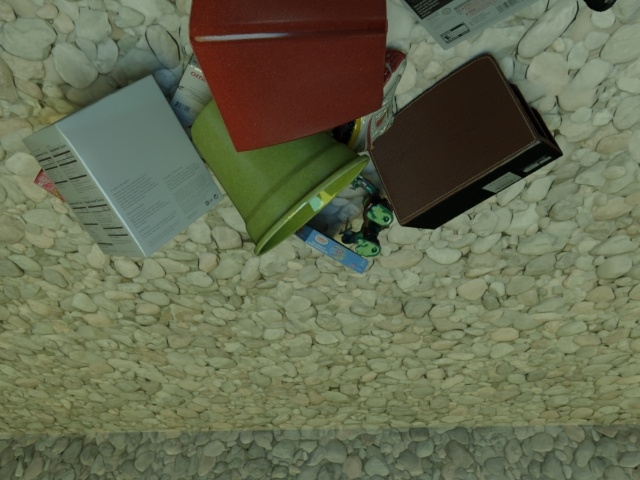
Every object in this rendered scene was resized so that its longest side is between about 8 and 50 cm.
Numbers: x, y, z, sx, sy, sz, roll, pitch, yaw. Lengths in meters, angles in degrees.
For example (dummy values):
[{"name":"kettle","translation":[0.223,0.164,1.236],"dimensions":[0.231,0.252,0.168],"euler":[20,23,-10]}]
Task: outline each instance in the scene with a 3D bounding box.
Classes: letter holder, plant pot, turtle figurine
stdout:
[{"name":"letter holder","translation":[0.271,-0.186,1.028],"dimensions":[0.302,0.214,0.152],"euler":[-33,158,33]},{"name":"plant pot","translation":[-0.025,-0.308,0.751],"dimensions":[0.236,0.267,0.267],"euler":[0,159,4]},{"name":"plant pot","translation":[-0.093,-0.154,0.965],"dimensions":[0.254,0.276,0.276],"euler":[50,129,3]},{"name":"turtle figurine","translation":[0.104,-0.061,1.144],"dimensions":[0.118,0.234,0.175],"euler":[-1,113,-3]}]

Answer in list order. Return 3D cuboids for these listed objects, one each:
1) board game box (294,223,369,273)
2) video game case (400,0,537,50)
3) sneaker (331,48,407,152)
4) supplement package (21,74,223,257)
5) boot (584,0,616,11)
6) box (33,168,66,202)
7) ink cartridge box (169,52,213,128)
[{"name":"board game box","translation":[0.000,0.000,1.203],"dimensions":[0.160,0.211,0.039],"euler":[30,91,-26]},{"name":"video game case","translation":[0.223,-0.404,0.817],"dimensions":[0.173,0.022,0.190],"euler":[34,151,-30]},{"name":"sneaker","translation":[0.103,-0.263,0.996],"dimensions":[0.093,0.088,0.225],"euler":[-1,142,-30]},{"name":"supplement package","translation":[-0.365,-0.132,0.974],"dimensions":[0.198,0.199,0.262],"euler":[1,126,46]},{"name":"boot","translation":[0.387,-0.402,0.787],"dimensions":[0.099,0.121,0.045],"euler":[15,135,-22]},{"name":"box","translation":[-0.461,-0.123,1.137],"dimensions":[0.123,0.128,0.257],"euler":[-30,129,31]},{"name":"ink cartridge box","translation":[-0.227,-0.281,1.001],"dimensions":[0.099,0.056,0.135],"euler":[24,134,-22]}]
